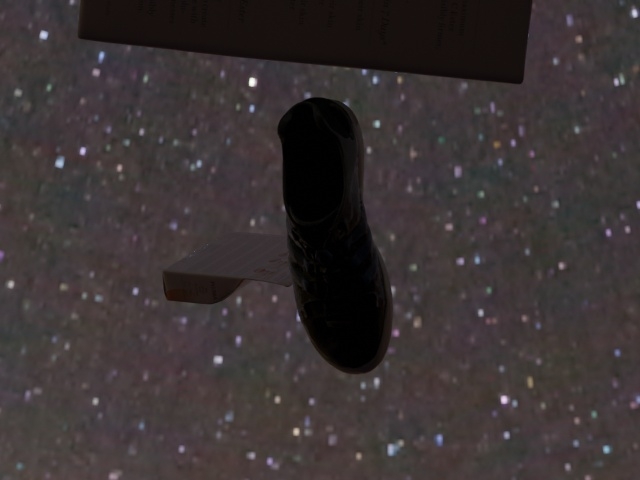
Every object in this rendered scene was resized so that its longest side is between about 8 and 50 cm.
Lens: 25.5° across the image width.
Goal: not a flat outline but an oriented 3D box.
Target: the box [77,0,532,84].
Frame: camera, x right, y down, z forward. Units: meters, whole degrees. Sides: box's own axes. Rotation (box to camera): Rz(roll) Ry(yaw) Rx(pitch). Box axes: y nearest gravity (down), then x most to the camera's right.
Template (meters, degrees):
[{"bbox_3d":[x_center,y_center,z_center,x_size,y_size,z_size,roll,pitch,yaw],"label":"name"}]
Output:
[{"bbox_3d":[-0.004,-0.250,1.134,0.345,0.168,0.215,6,-81,-1],"label":"box"}]

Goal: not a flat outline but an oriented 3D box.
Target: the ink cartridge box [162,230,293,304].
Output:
[{"bbox_3d":[-0.073,0.036,1.673,0.179,0.145,0.045,8,-66,30],"label":"ink cartridge box"}]

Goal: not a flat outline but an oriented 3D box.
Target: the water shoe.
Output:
[{"bbox_3d":[0.000,0.000,1.012,0.073,0.080,0.203,-9,-89,19],"label":"water shoe"}]
